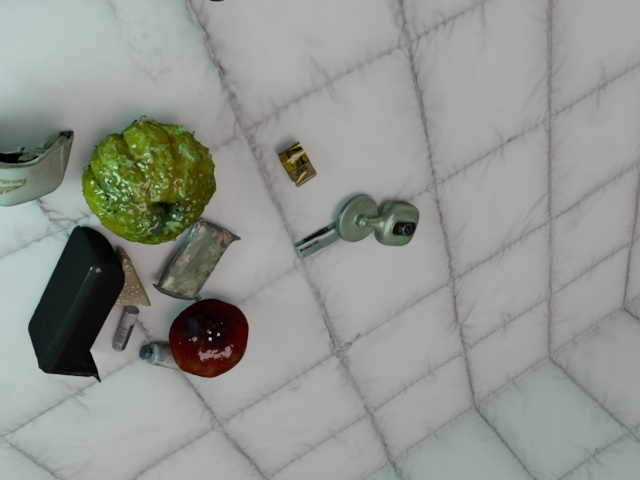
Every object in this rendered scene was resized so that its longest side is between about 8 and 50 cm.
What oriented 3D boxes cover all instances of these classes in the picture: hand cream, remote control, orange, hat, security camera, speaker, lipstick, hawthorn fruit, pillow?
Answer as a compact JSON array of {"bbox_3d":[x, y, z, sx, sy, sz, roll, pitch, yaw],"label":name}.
[{"bbox_3d":[-0.435,0.369,1.779,0.095,0.059,0.276,-51,138,9],"label":"hand cream"},{"bbox_3d":[0.000,0.000,1.786,0.166,0.029,0.065,-29,134,-10],"label":"remote control"},{"bbox_3d":[-0.379,-0.124,1.329,0.301,0.223,0.300,-32,139,-8],"label":"orange"},{"bbox_3d":[-0.619,-0.142,1.150,0.257,0.301,0.168,-3,102,-29],"label":"hat"},{"bbox_3d":[0.184,-0.056,1.811,0.301,0.080,0.157,3,113,-36],"label":"security camera"},{"bbox_3d":[-0.589,0.173,1.460,0.184,0.180,0.389,13,116,-45],"label":"speaker"},{"bbox_3d":[-0.550,0.251,1.624,0.040,0.040,0.141,9,116,-36],"label":"lipstick"},{"bbox_3d":[-0.333,0.313,1.695,0.230,0.210,0.266,-3,129,-27],"label":"hawthorn fruit"},{"bbox_3d":[-0.345,0.055,1.594,0.169,0.059,0.255,26,105,-42],"label":"pillow"}]

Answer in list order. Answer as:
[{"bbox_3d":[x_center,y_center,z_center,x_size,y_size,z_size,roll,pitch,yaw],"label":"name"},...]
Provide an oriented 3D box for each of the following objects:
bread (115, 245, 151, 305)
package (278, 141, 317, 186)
[{"bbox_3d":[-0.492,0.095,1.518,0.105,0.077,0.152,2,118,-38],"label":"bread"},{"bbox_3d":[-0.068,-0.214,1.572,0.071,0.047,0.131,-35,133,-2],"label":"package"}]
